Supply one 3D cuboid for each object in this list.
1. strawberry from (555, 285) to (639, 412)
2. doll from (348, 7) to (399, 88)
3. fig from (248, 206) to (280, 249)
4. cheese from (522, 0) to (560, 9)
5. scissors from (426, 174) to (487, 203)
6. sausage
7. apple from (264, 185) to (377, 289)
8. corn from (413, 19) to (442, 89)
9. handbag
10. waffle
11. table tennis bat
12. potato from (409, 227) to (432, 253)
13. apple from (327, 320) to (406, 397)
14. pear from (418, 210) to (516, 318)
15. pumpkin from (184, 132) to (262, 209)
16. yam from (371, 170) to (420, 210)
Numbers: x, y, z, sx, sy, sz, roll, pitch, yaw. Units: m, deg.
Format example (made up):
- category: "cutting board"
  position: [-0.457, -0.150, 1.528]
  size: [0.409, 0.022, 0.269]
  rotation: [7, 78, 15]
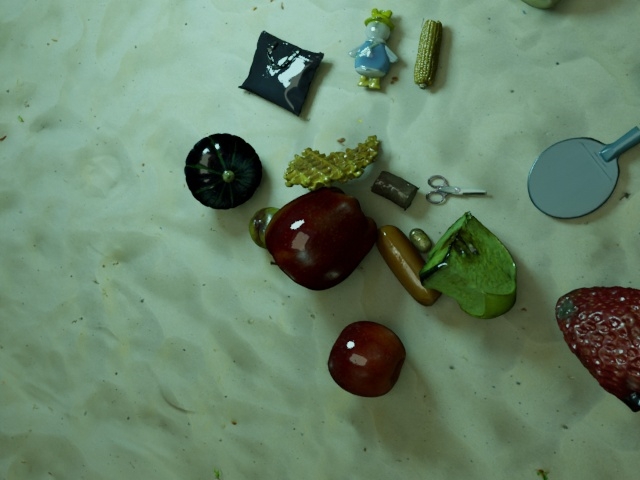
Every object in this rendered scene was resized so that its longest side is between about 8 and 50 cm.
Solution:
- category: "strawberry"
  position: [0.762, 0.231, 1.572]
  size: [0.292, 0.292, 0.309]
  rotation: [-35, 79, 16]
- category: "doll"
  position: [0.166, -0.583, 1.922]
  size: [0.135, 0.099, 0.240]
  rotation: [12, 91, 43]
- category: "fig"
  position: [-0.155, -0.035, 2.009]
  size: [0.136, 0.121, 0.153]
  rotation: [-38, 77, 20]
- category: "cheese"
  position: [0.575, -0.734, 1.718]
  size: [0.117, 0.218, 0.235]
  rotation: [-48, 52, 7]
- category: "scissors"
  position: [0.398, -0.147, 1.860]
  size: [0.176, 0.022, 0.085]
  rotation: [6, 89, 23]
- category: "sausage"
  position: [0.255, 0.072, 1.863]
  size: [0.105, 0.105, 0.274]
  rotation: [-38, 75, 15]
- category: "apple"
  position: [0.000, 0.000, 1.866]
  size: [0.317, 0.288, 0.288]
  rotation: [-39, 75, -5]
- category: "corn"
  position: [0.318, -0.551, 1.879]
  size: [0.068, 0.068, 0.207]
  rotation: [10, 93, 20]
- category: "handbag"
  position: [-0.128, -0.541, 2.035]
  size: [0.254, 0.089, 0.210]
  rotation: [29, 101, 23]
- category: "waffle"
  position: [0.035, -0.222, 1.895]
  size: [0.293, 0.259, 0.069]
  rotation: [-8, 119, 23]
- category: "table tennis bat"
  position: [0.724, -0.194, 1.733]
  size: [0.329, 0.044, 0.215]
  rotation: [-36, 75, 18]
- category: "potato"
  position: [0.297, 0.000, 1.883]
  size: [0.051, 0.040, 0.083]
  rotation: [-37, 75, 15]
- category: "apple"
  position: [0.133, 0.342, 1.842]
  size: [0.201, 0.218, 0.218]
  rotation: [23, 96, 22]
- category: "pear"
  position: [0.432, 0.085, 1.769]
  size: [0.256, 0.238, 0.164]
  rotation: [35, 141, -3]
- category: "pumpkin"
  position: [-0.319, -0.228, 2.044]
  size: [0.248, 0.248, 0.247]
  rotation: [-1, 88, 20]
- category: "yam"
  position: [0.221, -0.153, 1.897]
  size: [0.127, 0.084, 0.084]
  rotation: [30, 99, 16]
